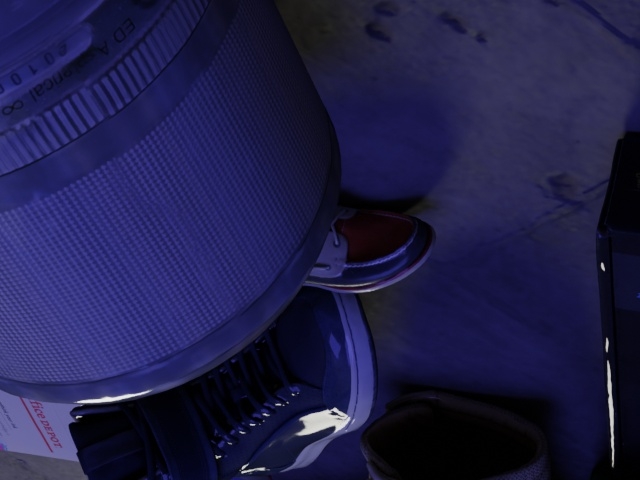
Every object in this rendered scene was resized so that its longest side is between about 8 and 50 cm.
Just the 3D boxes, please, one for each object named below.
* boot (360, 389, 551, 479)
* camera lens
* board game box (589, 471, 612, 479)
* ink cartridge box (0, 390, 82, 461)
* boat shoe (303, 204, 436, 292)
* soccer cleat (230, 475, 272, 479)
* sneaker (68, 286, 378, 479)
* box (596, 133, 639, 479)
[{"bbox_3d":[0.043,0.187,1.255,0.262,0.095,0.203,2,140,21],"label":"boot"},{"bbox_3d":[-0.125,-0.074,0.838,0.219,0.219,0.274,0,144,23],"label":"camera lens"},{"bbox_3d":[0.309,0.207,1.110,0.317,0.046,0.213,8,-174,12],"label":"board game box"},{"bbox_3d":[-0.215,0.087,1.251,0.198,0.067,0.115,7,145,17],"label":"ink cartridge box"},{"bbox_3d":[0.000,0.000,1.053,0.137,0.049,0.043,-3,140,35],"label":"boat shoe"},{"bbox_3d":[-0.106,0.225,1.399,0.095,0.083,0.248,15,144,-7],"label":"soccer cleat"},{"bbox_3d":[-0.063,0.103,1.132,0.163,0.086,0.226,-11,155,-24],"label":"sneaker"},{"bbox_3d":[0.304,0.071,1.007,0.295,0.073,0.293,7,145,15],"label":"box"}]
